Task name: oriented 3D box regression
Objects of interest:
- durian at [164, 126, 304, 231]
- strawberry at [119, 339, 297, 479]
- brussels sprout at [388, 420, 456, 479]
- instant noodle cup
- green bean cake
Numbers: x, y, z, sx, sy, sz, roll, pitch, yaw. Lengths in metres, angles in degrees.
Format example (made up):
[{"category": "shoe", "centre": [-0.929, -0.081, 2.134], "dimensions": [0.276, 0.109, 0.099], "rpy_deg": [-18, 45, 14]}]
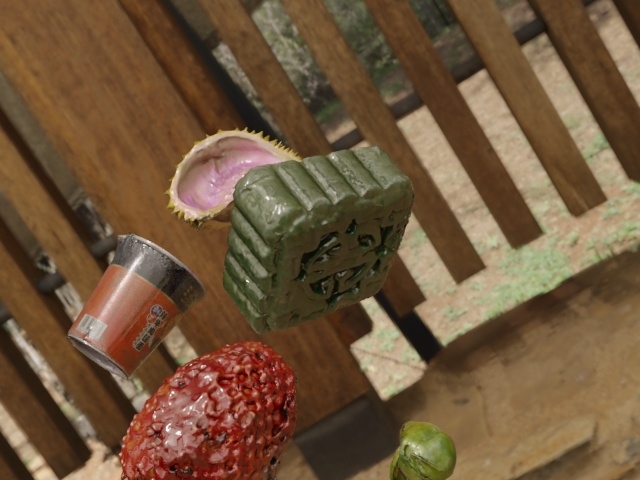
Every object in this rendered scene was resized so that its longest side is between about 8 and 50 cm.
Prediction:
[{"category": "durian", "centre": [-0.131, -0.088, 1.253], "dimensions": [0.182, 0.165, 0.132], "rpy_deg": [-56, 30, -1]}, {"category": "strawberry", "centre": [-0.052, 0.095, 0.420], "dimensions": [0.096, 0.083, 0.083], "rpy_deg": [-57, 18, -25]}, {"category": "brussels sprout", "centre": [0.074, 0.169, 0.640], "dimensions": [0.083, 0.046, 0.051], "rpy_deg": [118, 162, -60]}, {"category": "instant noodle cup", "centre": [-0.220, 0.082, 0.965], "dimensions": [0.136, 0.127, 0.127], "rpy_deg": [-57, 17, -23]}, {"category": "green bean cake", "centre": [0.000, 0.000, 0.878], "dimensions": [0.185, 0.094, 0.183], "rpy_deg": [-17, -41, -29]}]
